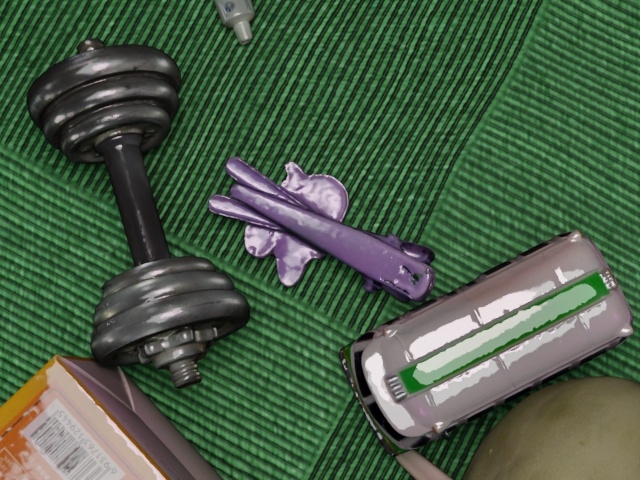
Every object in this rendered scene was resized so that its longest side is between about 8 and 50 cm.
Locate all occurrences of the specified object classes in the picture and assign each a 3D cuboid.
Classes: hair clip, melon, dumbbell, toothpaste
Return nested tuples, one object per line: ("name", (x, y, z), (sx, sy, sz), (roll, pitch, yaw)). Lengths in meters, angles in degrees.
("hair clip", (0.172, 0.306, 1.356), (0.226, 0.072, 0.034), (41, 84, 7))
("melon", (0.264, 0.273, 1.215), (0.272, 0.272, 0.308), (30, 70, 5))
("dumbbell", (-0.200, -0.036, 1.341), (0.179, 0.179, 0.406), (-19, 77, 0))
("toothpaste", (-0.121, -0.334, 1.458), (0.064, 0.041, 0.218), (-17, 80, -12))
("hair clip", (0.007, 0.001, 1.396), (0.278, 0.090, 0.137), (27, 99, 15))

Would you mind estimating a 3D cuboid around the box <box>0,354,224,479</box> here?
("box", (-0.226, 0.291, 1.282), (0.214, 0.259, 0.283), (-43, 83, -3))

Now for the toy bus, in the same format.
("toy bus", (0.178, 0.111, 1.322), (0.305, 0.179, 0.143), (-26, 83, 0))
